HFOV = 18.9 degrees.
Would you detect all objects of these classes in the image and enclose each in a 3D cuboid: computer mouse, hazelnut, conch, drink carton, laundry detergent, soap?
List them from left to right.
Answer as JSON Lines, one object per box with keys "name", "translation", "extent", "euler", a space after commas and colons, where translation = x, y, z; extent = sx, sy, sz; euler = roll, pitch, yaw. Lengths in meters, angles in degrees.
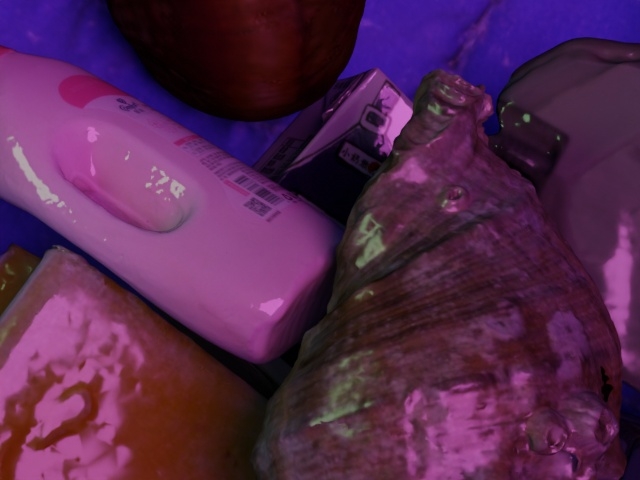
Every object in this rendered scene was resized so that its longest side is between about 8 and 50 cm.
{"name": "soap", "translation": [-0.175, 0.212, 1.269], "extent": [0.293, 0.156, 0.335], "euler": [40, 73, -17]}
{"name": "laundry detergent", "translation": [-0.143, -0.046, 1.244], "extent": [0.335, 0.159, 0.087], "euler": [32, 116, 12]}
{"name": "hazelnut", "translation": [-0.057, -0.167, 1.311], "extent": [0.178, 0.204, 0.178], "euler": [-5, 60, 9]}
{"name": "drink carton", "translation": [0.001, 0.000, 1.373], "extent": [0.134, 0.102, 0.222], "euler": [44, 72, -13]}
{"name": "conch", "translation": [0.098, 0.084, 1.205], "extent": [0.210, 0.297, 0.352], "euler": [21, 78, 9]}
{"name": "computer mouse", "translation": [0.300, 0.023, 1.344], "extent": [0.429, 0.145, 0.228], "euler": [30, 99, 5]}

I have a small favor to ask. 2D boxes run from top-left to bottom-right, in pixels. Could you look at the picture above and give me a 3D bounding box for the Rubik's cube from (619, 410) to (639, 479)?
{"name": "Rubik's cube", "translation": [0.292, 0.280, 1.390], "extent": [0.237, 0.238, 0.237], "euler": [17, 97, -19]}
